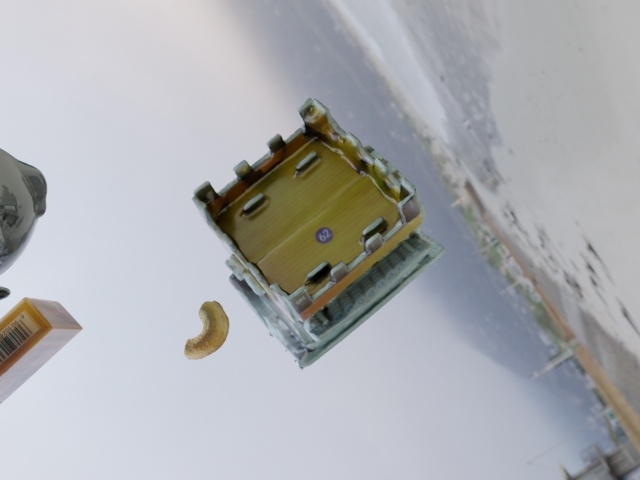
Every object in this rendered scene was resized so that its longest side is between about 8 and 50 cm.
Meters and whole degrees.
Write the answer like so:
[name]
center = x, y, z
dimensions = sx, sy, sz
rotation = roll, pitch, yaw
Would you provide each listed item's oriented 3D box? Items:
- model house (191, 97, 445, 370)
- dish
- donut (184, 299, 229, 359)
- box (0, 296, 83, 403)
[model house]
center = 0.000, 0.000, 1.038
dimensions = 0.198, 0.224, 0.215
rotation = 45, 171, 31
[dish]
center = -0.401, 0.000, 0.991
dimensions = 0.078, 0.224, 0.246
rotation = -122, 22, -48
[donut]
center = -0.172, 0.132, 1.330
dimensions = 0.067, 0.083, 0.038
rotation = 57, 179, 13
[box]
center = -0.548, 0.215, 1.544
dimensions = 0.076, 0.274, 0.174
rotation = 47, 177, 7
